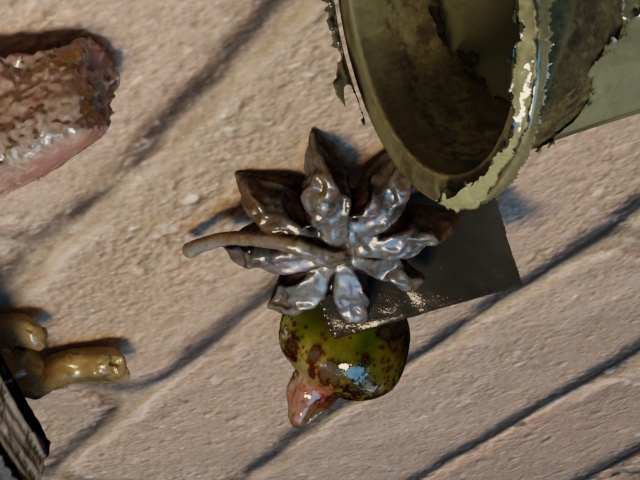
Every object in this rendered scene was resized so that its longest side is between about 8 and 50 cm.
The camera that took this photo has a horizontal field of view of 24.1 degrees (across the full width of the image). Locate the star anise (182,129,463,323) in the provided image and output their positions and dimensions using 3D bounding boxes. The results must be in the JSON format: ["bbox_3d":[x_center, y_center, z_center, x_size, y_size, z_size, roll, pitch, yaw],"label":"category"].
[{"bbox_3d":[0.000,0.000,1.352,0.262,0.081,0.230,-9,134,5],"label":"star anise"}]

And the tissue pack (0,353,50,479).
[{"bbox_3d":[-0.423,0.136,1.383,0.259,0.122,0.361,-3,142,7],"label":"tissue pack"}]

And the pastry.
[{"bbox_3d":[-0.279,-0.072,1.141,0.265,0.112,0.103,-13,161,8],"label":"pastry"}]

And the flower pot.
[{"bbox_3d":[0.164,-0.178,0.966,0.259,0.290,0.290,-11,152,-19],"label":"flower pot"}]

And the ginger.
[{"bbox_3d":[-0.315,0.119,1.510,0.259,0.065,0.149,3,146,-16],"label":"ginger"}]

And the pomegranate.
[{"bbox_3d":[0.014,0.114,1.499,0.138,0.163,0.125,32,171,9],"label":"pomegranate"}]

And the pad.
[{"bbox_3d":[0.083,0.015,1.415,0.193,0.116,0.004,-17,-173,11],"label":"pad"}]
